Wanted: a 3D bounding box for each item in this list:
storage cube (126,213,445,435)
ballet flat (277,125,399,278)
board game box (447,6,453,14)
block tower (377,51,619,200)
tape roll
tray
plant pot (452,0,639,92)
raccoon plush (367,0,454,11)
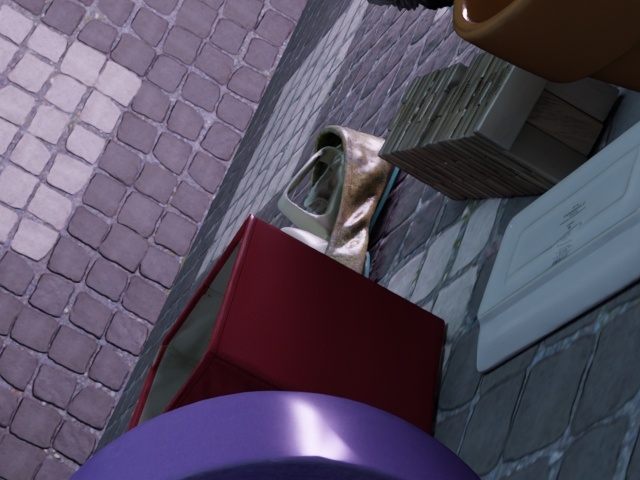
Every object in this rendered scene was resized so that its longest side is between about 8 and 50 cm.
[{"bbox_3d":[-0.032,0.134,1.221,0.184,0.193,0.215,-54,14,34],"label":"storage cube"},{"bbox_3d":[0.000,0.000,1.625,0.123,0.123,0.348,-51,15,43],"label":"ballet flat"},{"bbox_3d":[0.214,-0.381,1.579,0.305,0.053,0.193,-56,37,23],"label":"board game box"},{"bbox_3d":[0.141,-0.096,1.283,0.091,0.097,0.335,-62,9,-5],"label":"block tower"},{"bbox_3d":[-0.022,0.216,0.739,0.275,0.275,0.090,-59,12,11],"label":"tape roll"},{"bbox_3d":[0.182,-0.011,1.039,0.270,0.030,0.145,-43,21,58],"label":"tray"},{"bbox_3d":[0.230,-0.183,0.792,0.291,0.203,0.291,-57,11,17],"label":"plant pot"},{"bbox_3d":[0.178,-0.391,1.349,0.446,0.216,0.299,8,63,55],"label":"raccoon plush"}]
